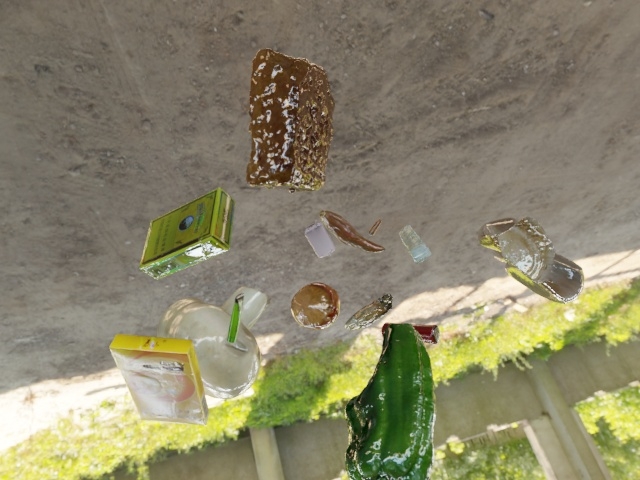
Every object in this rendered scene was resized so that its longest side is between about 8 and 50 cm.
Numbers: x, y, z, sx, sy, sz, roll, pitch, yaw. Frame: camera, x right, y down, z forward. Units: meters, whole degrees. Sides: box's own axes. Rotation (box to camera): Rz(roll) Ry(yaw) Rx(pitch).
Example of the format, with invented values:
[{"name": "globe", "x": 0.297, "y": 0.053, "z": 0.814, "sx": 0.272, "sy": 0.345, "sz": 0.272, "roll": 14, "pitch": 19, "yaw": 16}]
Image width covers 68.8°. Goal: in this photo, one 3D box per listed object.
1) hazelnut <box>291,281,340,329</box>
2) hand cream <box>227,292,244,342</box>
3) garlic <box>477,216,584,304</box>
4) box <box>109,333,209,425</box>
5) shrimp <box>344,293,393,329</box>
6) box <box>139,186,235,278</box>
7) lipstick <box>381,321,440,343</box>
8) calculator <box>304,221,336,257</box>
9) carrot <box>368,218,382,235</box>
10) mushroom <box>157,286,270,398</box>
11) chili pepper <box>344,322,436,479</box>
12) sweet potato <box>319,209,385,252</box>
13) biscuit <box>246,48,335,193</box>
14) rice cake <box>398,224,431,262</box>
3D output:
[{"name": "hazelnut", "x": -0.008, "y": 0.241, "z": 1.667, "sx": 0.182, "sy": 0.182, "sz": 0.182, "roll": -13, "pitch": 152, "yaw": -7}, {"name": "hand cream", "x": -0.203, "y": 0.185, "z": 1.115, "sx": 0.023, "sy": 0.122, "sz": 0.036, "roll": 17, "pitch": -166, "yaw": 19}, {"name": "garlic", "x": 0.528, "y": 0.043, "z": 1.174, "sx": 0.132, "sy": 0.279, "sz": 0.325, "roll": -45, "pitch": 163, "yaw": 12}, {"name": "box", "x": -0.321, "y": 0.293, "z": 0.962, "sx": 0.152, "sy": 0.043, "sz": 0.269, "roll": 4, "pitch": 130, "yaw": 0}, {"name": "shrimp", "x": 0.181, "y": 0.235, "z": 1.551, "sx": 0.145, "sy": 0.059, "sz": 0.254, "roll": -16, "pitch": 159, "yaw": -50}, {"name": "box", "x": -0.296, "y": -0.014, "z": 1.046, "sx": 0.220, "sy": 0.141, "sz": 0.064, "roll": -19, "pitch": 139, "yaw": 23}, {"name": "lipstick", "x": 0.365, "y": 0.377, "z": 1.905, "sx": 0.241, "sy": 0.080, "sz": 0.080, "roll": -4, "pitch": 165, "yaw": 40}, {"name": "calculator", "x": 0.000, "y": 0.000, "z": 2.188, "sx": 0.100, "sy": 0.175, "sz": 0.032, "roll": -29, "pitch": -174, "yaw": 10}, {"name": "carrot", "x": 0.272, "y": -0.066, "z": 2.317, "sx": 0.032, "sy": 0.032, "sz": 0.093, "roll": 25, "pitch": 101, "yaw": -52}, {"name": "mushroom", "x": -0.334, "y": 0.295, "z": 1.423, "sx": 0.325, "sy": 0.353, "sz": 0.353, "roll": 11, "pitch": 146, "yaw": -8}, {"name": "chili pepper", "x": 0.151, "y": 0.368, "z": 1.062, "sx": 0.167, "sy": 0.385, "sz": 0.213, "roll": 41, "pitch": 128, "yaw": -22}, {"name": "sweet potato", "x": 0.086, "y": -0.023, "z": 1.446, "sx": 0.255, "sy": 0.058, "sz": 0.078, "roll": 33, "pitch": 145, "yaw": -25}, {"name": "biscuit", "x": -0.079, "y": -0.342, "z": 1.424, "sx": 0.166, "sy": 0.395, "sz": 0.342, "roll": 5, "pitch": -175, "yaw": 24}, {"name": "rice cake", "x": 0.343, "y": 0.013, "z": 1.715, "sx": 0.066, "sy": 0.063, "sz": 0.336, "roll": -33, "pitch": -169, "yaw": 8}]
